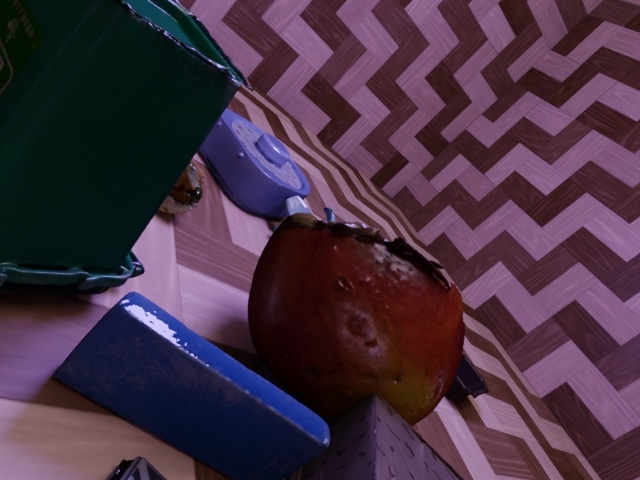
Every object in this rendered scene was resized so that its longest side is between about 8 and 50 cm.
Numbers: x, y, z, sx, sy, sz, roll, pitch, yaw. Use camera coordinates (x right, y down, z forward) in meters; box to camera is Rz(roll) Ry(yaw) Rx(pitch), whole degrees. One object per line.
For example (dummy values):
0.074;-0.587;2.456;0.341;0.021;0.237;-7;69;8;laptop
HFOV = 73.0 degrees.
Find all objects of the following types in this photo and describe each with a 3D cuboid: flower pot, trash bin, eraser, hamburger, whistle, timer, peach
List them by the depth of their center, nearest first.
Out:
-0.286;-0.126;0.530;0.259;0.381;0.295;55;19;24;trash bin
-0.145;0.197;0.530;0.312;0.144;0.042;40;21;-18;eraser
0.057;0.133;0.771;0.353;0.339;0.416;-27;99;-31;peach
-0.334;-0.145;0.946;0.155;0.135;0.207;55;-3;-26;hamburger
-0.030;-0.003;1.259;0.273;0.186;0.093;65;-21;5;whistle
-0.185;-0.245;1.386;0.395;0.173;0.395;40;18;-16;timer
0.449;0.452;1.436;0.251;0.084;0.178;19;33;-54;flower pot

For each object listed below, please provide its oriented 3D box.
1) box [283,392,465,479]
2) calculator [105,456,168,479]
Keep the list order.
0.072;0.390;0.530;0.225;0.190;0.297;45;18;-7;box
-0.177;0.330;0.361;0.165;0.028;0.274;47;19;-6;calculator
